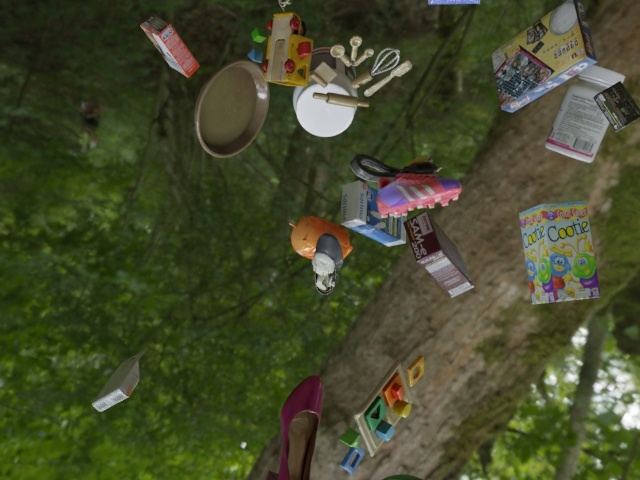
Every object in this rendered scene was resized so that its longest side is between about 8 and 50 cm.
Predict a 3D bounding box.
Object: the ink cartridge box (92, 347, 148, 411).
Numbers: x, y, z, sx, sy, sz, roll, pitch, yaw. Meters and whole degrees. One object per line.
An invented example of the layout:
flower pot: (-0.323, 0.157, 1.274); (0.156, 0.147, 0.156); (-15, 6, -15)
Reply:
ink cartridge box: (-0.588, 0.417, 2.009); (0.045, 0.145, 0.179); (50, -148, -14)

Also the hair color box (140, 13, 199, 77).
hair color box: (-0.417, -0.540, 1.866); (0.093, 0.053, 0.167); (36, 168, 34)

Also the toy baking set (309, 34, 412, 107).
toy baking set: (0.102, -0.413, 1.687); (0.256, 0.197, 0.030); (7, -134, -29)

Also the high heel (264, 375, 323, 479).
high heel: (-0.040, 0.568, 1.839); (0.127, 0.378, 0.181); (19, 175, -31)

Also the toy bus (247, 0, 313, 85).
toy bus: (-0.069, -0.478, 1.659); (0.104, 0.202, 0.191); (1, -124, -45)

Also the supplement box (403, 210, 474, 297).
supplement box: (0.308, 0.039, 1.736); (0.239, 0.073, 0.130); (42, -153, -48)

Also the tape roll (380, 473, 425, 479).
tape roll: (0.257, 0.894, 2.072); (0.321, 0.321, 0.077); (35, -170, 27)

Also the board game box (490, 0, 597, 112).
board game box: (0.517, -0.430, 1.577); (0.042, 0.165, 0.243); (10, 156, -33)

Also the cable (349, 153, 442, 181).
cable: (0.193, -0.140, 1.583); (0.287, 0.072, 0.140); (-7, -116, -34)

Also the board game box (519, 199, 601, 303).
board game box: (0.685, 0.037, 1.930); (0.144, 0.276, 0.142); (-5, 172, -11)

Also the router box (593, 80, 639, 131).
router box: (0.851, -0.383, 1.918); (0.123, 0.092, 0.038); (59, 154, 6)

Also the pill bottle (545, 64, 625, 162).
pill bottle: (0.844, -0.405, 2.137); (0.160, 0.283, 0.160); (18, -165, -5)

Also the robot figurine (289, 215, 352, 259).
robot figurine: (-0.001, -0.001, 2.021); (0.128, 0.158, 0.219); (-10, 159, 40)

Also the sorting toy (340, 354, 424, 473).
sorting toy: (0.166, 0.409, 1.617); (0.047, 0.348, 0.196); (21, 144, 36)

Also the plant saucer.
plant saucer: (-0.246, -0.364, 1.845); (0.041, 0.278, 0.277); (29, -172, 30)

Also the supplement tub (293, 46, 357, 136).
supplement tub: (0.015, -0.445, 2.006); (0.191, 0.191, 0.272); (27, -148, -17)

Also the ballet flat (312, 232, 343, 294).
ballet flat: (0.013, 0.065, 1.576); (0.074, 0.074, 0.203); (33, 151, 19)

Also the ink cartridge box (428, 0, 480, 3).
ink cartridge box: (0.268, -0.525, 1.321); (0.097, 0.046, 0.207); (4, -140, 11)

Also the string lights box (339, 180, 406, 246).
string lights box: (0.173, -0.083, 2.157); (0.076, 0.134, 0.259); (-12, 156, 40)

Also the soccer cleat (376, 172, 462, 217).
soccer cleat: (0.197, -0.108, 1.408); (0.083, 0.095, 0.248); (-6, 175, -29)
